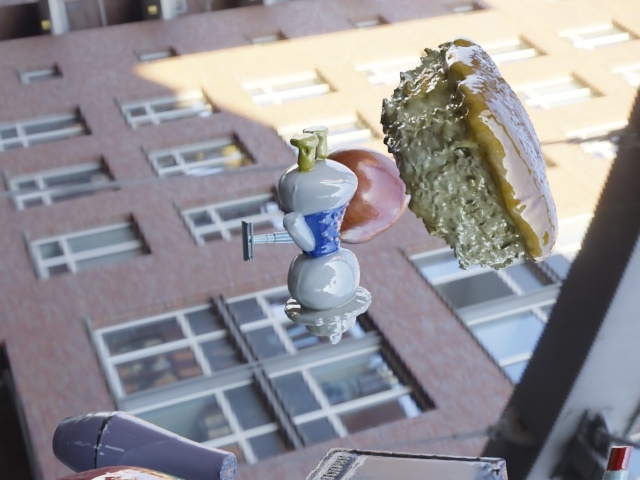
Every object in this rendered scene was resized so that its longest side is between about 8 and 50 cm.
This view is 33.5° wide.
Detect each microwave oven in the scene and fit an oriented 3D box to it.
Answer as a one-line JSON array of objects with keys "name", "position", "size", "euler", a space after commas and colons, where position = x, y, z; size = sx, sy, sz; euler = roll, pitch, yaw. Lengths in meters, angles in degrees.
[{"name": "microwave oven", "position": [0.095, 0.367, 1.241], "size": [0.248, 0.178, 0.188], "euler": [-1, -74, 27]}]

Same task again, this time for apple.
[{"name": "apple", "position": [0.066, -0.082, 1.897], "size": [0.199, 0.199, 0.199], "euler": [167, -90, -71]}]

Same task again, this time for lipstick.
[{"name": "lipstick", "position": [0.504, 0.491, 1.883], "size": [0.068, 0.061, 0.274], "euler": [17, -85, 56]}]

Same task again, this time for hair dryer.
[{"name": "hair dryer", "position": [-0.290, 0.461, 1.720], "size": [0.121, 0.301, 0.361], "euler": [-23, 120, -68]}]

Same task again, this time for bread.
[{"name": "bread", "position": [0.138, -0.080, 0.969], "size": [0.174, 0.121, 0.245], "euler": [51, 17, -20]}]

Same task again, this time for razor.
[{"name": "razor", "position": [-0.064, -0.005, 1.770], "size": [0.040, 0.135, 0.068], "euler": [-164, -109, -67]}]

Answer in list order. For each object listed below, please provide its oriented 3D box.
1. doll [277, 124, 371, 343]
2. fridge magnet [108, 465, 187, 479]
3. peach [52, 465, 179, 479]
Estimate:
[{"name": "doll", "position": [0.000, 0.000, 1.378], "size": [0.119, 0.138, 0.293], "euler": [4, -67, 29]}, {"name": "fridge magnet", "position": [-0.146, 0.300, 1.095], "size": [0.208, 0.088, 0.208], "euler": [21, -30, 13]}, {"name": "peach", "position": [-0.147, 0.272, 0.782], "size": [0.226, 0.196, 0.190], "euler": [9, -34, 37]}]
